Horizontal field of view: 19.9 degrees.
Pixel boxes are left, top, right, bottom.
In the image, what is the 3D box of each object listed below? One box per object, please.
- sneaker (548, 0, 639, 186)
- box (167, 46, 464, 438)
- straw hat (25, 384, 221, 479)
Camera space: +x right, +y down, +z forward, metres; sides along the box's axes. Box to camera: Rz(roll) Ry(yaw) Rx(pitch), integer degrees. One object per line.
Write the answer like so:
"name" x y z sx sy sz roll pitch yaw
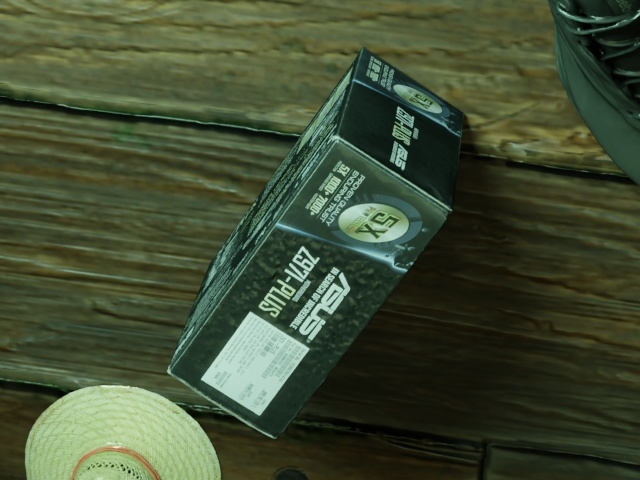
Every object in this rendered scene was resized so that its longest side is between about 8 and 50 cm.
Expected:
"sneaker" 0.164 -0.125 0.988 0.109 0.130 0.286 -24 111 15
"box" 0.000 0.000 1.057 0.077 0.147 0.180 33 114 -8
"straw hat" -0.136 0.173 1.203 0.144 0.061 0.144 3 116 7
